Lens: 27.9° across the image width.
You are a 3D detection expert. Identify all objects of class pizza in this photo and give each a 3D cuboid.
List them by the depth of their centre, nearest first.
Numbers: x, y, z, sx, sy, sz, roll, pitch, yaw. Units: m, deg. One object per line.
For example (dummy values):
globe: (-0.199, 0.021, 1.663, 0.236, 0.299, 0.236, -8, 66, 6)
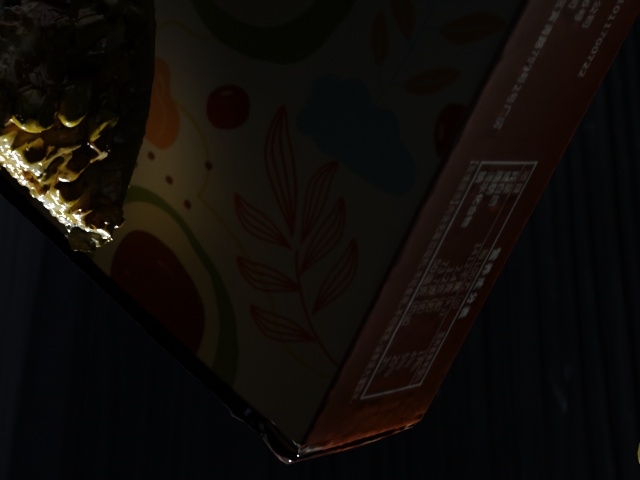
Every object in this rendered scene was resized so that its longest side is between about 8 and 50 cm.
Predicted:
pizza: (-0.114, -0.073, 0.584, 0.041, 0.178, 0.131, 18, -168, 20)

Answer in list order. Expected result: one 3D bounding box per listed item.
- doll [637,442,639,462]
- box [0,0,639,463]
doll: (0.266, 0.131, 0.776, 0.143, 0.058, 0.099, 15, 122, 1)
box: (-0.019, -0.142, 0.694, 0.122, 0.344, 0.385, -3, 125, -51)
